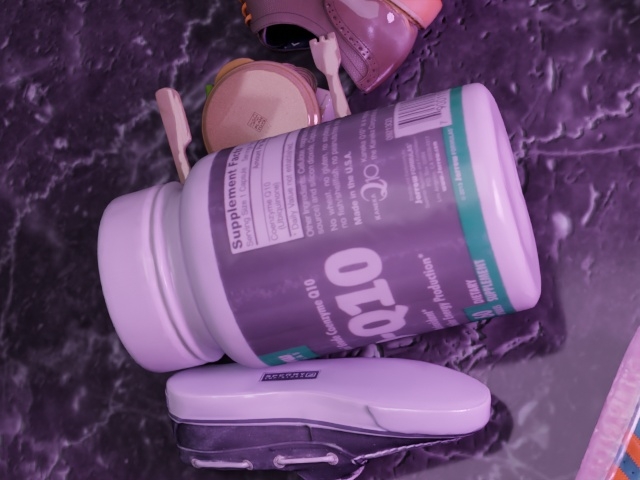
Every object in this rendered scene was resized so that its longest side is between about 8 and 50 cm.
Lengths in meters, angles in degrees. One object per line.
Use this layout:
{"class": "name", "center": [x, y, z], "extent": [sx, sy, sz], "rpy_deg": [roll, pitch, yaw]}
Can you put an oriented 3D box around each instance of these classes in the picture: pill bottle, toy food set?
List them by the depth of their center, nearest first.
{"class": "pill bottle", "center": [0.000, 0.000, 1.044], "extent": [0.361, 0.204, 0.204], "rpy_deg": [-14, 70, 15]}
{"class": "toy food set", "center": [-0.058, -0.120, 1.148], "extent": [0.192, 0.038, 0.132], "rpy_deg": [-16, 86, 14]}

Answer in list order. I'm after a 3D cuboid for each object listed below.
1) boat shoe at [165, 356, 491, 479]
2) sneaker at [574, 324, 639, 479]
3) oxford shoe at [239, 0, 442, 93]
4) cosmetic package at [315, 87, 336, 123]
{"class": "boat shoe", "center": [0.005, 0.171, 1.050], "extent": [0.301, 0.108, 0.102], "rpy_deg": [-2, 106, 14]}
{"class": "sneaker", "center": [0.270, 0.219, 0.939], "extent": [0.121, 0.108, 0.302], "rpy_deg": [17, 79, 26]}
{"class": "oxford shoe", "center": [-0.056, -0.279, 1.191], "extent": [0.363, 0.130, 0.133], "rpy_deg": [35, 96, 26]}
{"class": "cosmetic package", "center": [-0.041, -0.134, 1.184], "extent": [0.115, 0.041, 0.060], "rpy_deg": [18, 81, 22]}
